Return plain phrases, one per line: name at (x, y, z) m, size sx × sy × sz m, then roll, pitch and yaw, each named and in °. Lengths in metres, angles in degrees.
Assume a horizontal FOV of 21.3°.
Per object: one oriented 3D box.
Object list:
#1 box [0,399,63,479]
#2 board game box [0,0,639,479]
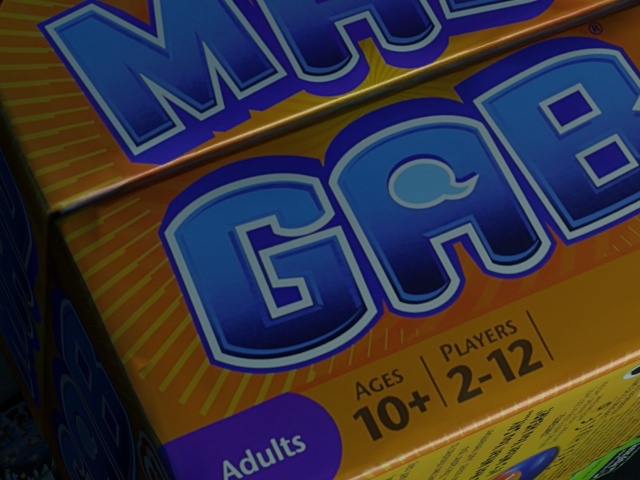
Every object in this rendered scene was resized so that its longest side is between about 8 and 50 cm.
box at (-0.193, 0.153, 1.297) m, size 0.137 × 0.094 × 0.027 m, roll -29°, pitch 142°, yaw 8°
board game box at (0.000, 0.000, 1.022) m, size 0.356 × 0.356 × 0.356 m, roll -22°, pitch 161°, yaw -18°
